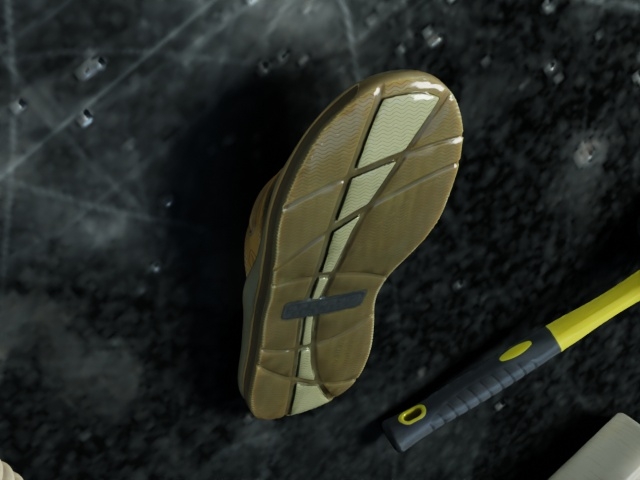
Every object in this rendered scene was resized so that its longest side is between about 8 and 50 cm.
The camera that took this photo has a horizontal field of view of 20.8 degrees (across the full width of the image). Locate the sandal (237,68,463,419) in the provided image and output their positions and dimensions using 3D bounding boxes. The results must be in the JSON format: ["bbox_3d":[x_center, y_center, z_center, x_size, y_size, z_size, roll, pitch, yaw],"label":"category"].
[{"bbox_3d":[0.000,0.000,0.694,0.072,0.049,0.180,-6,138,-26],"label":"sandal"}]

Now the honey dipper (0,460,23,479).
[{"bbox_3d":[-0.162,0.057,0.626,0.030,0.030,0.161,-42,133,-4],"label":"honey dipper"}]

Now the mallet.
[{"bbox_3d":[0.117,0.046,0.793,0.189,0.062,0.039,-36,133,-9],"label":"mallet"}]

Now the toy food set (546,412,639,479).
[{"bbox_3d":[0.152,0.247,0.932,0.220,0.092,0.306,-44,134,-2],"label":"toy food set"}]
